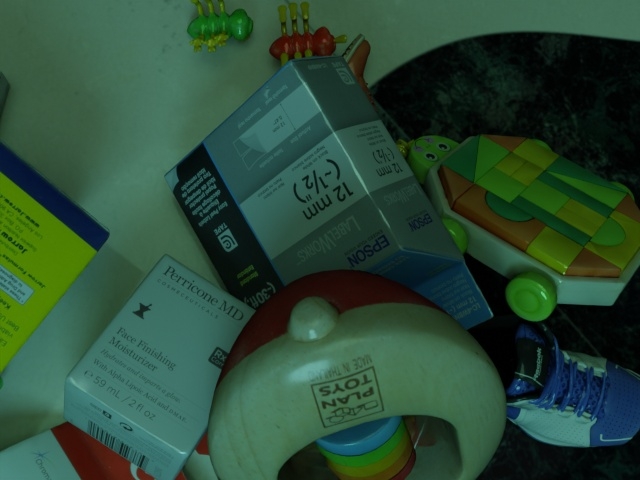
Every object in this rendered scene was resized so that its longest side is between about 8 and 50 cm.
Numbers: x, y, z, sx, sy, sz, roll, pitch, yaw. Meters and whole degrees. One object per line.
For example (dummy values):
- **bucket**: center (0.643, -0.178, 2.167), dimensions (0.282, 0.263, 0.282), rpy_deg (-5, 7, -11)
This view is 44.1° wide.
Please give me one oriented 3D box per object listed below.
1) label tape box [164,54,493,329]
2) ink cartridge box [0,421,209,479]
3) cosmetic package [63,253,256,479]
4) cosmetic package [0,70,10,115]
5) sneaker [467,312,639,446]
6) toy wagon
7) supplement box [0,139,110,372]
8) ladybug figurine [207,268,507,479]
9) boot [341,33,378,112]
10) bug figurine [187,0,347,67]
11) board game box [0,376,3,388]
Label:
- **label tape box**: center (0.000, 0.000, 0.922), dimensions (0.115, 0.249, 0.348), rpy_deg (-20, 79, -53)
- **ink cartridge box**: center (-0.262, 0.351, 0.875), dimensions (0.385, 0.091, 0.308), rpy_deg (-36, 72, -11)
- **cosmetic package**: center (-0.174, 0.148, 0.897), dimensions (0.151, 0.151, 0.184), rpy_deg (32, 57, 1)
- **cosmetic package**: center (-0.469, -0.103, 0.978), dimensions (0.098, 0.060, 0.239), rpy_deg (13, 79, -5)
- **sneaker**: center (0.262, 0.172, 0.957), dimensions (0.315, 0.182, 0.128), rpy_deg (20, 80, -3)
- **toy wagon**: center (0.232, -0.049, 0.983), dimensions (0.344, 0.068, 0.267), rpy_deg (34, 45, 21)
- **supplement box**: center (-0.427, 0.072, 0.827), dimensions (0.195, 0.194, 0.357), rpy_deg (44, 68, -24)
- **ladybug figurine**: center (0.035, 0.172, 0.834), dimensions (0.304, 0.449, 0.162), rpy_deg (-16, 52, -1)
- **boot**: center (0.047, -0.196, 1.062), dimensions (0.084, 0.059, 0.158), rpy_deg (21, 87, -6)
- **bug figurine**: center (-0.074, -0.349, 1.059), dimensions (0.216, 0.072, 0.279), rpy_deg (-2, 82, 4)
- **board game box**: center (-0.516, 0.139, 0.945), dimensions (0.259, 0.039, 0.124), rpy_deg (37, 78, 2)
